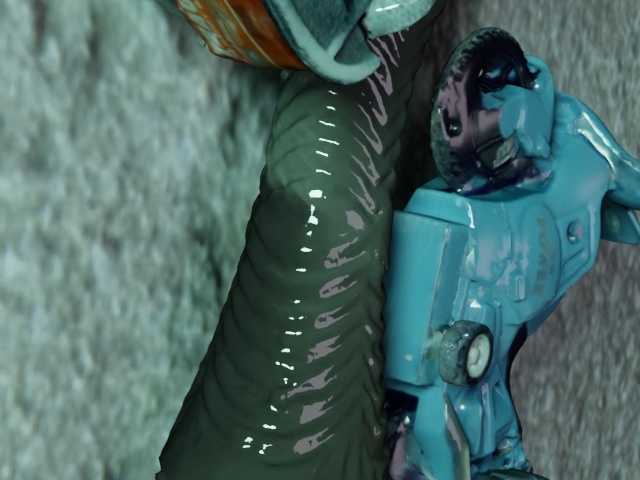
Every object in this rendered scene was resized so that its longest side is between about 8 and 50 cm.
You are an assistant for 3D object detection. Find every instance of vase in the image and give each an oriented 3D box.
[{"bbox_3d":[0.000,0.000,0.812,0.115,0.115,0.237,20,78,-54],"label":"vase"}]

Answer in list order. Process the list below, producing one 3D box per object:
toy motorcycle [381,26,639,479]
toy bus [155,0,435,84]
[{"bbox_3d":[0.082,0.038,0.920,0.182,0.124,0.272,7,97,-55],"label":"toy motorcycle"},{"bbox_3d":[0.013,-0.182,0.765,0.265,0.120,0.121,-58,139,-29],"label":"toy bus"}]
